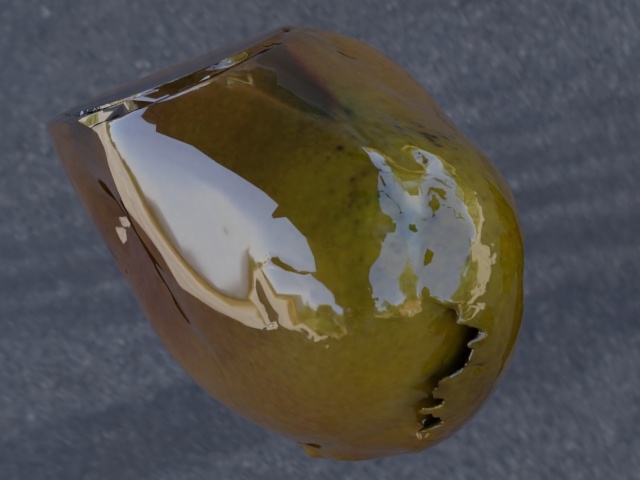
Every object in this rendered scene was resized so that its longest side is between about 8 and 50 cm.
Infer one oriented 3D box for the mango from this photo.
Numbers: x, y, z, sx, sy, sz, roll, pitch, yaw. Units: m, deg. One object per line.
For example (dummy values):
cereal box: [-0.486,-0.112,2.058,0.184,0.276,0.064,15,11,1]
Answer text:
mango: [0.000,0.000,0.680,0.136,0.236,0.166,-28,101,-12]
